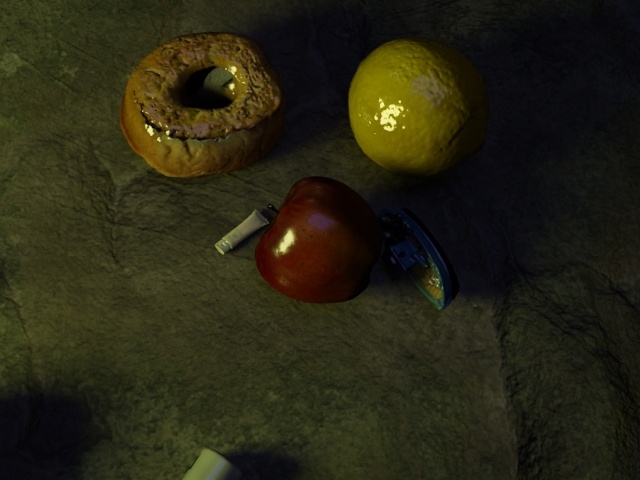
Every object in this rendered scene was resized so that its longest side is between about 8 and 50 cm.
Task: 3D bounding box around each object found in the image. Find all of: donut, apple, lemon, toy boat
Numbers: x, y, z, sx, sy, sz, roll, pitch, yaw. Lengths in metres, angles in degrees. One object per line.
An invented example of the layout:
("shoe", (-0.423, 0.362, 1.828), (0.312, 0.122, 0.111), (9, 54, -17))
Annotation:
("donut", (-0.220, -0.263, 1.697), (0.299, 0.150, 0.317), (33, 64, 1))
("apple", (0.001, -0.002, 1.590), (0.234, 0.234, 0.234), (4, 66, -10))
("lemon", (0.189, -0.257, 1.712), (0.293, 0.293, 0.293), (4, 66, -10))
("toy boat", (0.176, 0.036, 1.670), (0.097, 0.100, 0.223), (-24, 71, -30))

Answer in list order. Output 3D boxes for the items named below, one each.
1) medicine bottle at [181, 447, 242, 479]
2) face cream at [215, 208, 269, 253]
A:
("medicine bottle", (-0.194, 0.413, 1.441), (0.080, 0.080, 0.130), (34, 65, 4))
("face cream", (-0.150, -0.016, 1.672), (0.115, 0.020, 0.038), (-39, 78, -26))
